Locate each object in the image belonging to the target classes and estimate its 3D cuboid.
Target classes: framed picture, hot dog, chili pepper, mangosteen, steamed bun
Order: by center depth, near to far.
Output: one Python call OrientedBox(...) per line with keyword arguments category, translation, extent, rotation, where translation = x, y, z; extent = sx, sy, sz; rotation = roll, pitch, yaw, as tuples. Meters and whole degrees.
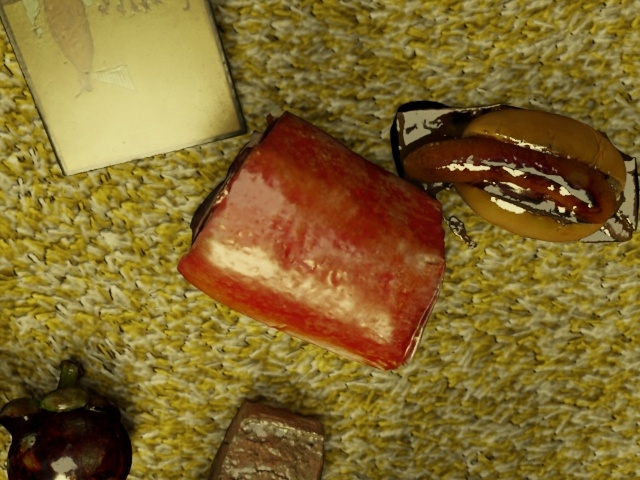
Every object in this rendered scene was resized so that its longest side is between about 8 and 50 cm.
OrientedBox(category="framed picture", translation=(-0.255, -0.255, 1.242), extent=(0.255, 0.014, 0.339), rotation=(-12, 119, 4))
OrientedBox(category="chili pepper", translation=(0.000, 0.000, 1.248), extent=(0.305, 0.229, 0.251), rotation=(25, 97, -12))
OrientedBox(category="hot dog", translation=(0.249, -0.073, 1.260), extent=(0.326, 0.107, 0.194), rotation=(2, 100, 3))
OrientedBox(category="mangosteen", translation=(-0.340, 0.275, 1.327), extent=(0.184, 0.172, 0.172), rotation=(45, 99, 12))
OrientedBox(category="steamed bun", translation=(-0.071, 0.308, 1.331), extent=(0.145, 0.106, 0.175), rotation=(19, 83, -3))
